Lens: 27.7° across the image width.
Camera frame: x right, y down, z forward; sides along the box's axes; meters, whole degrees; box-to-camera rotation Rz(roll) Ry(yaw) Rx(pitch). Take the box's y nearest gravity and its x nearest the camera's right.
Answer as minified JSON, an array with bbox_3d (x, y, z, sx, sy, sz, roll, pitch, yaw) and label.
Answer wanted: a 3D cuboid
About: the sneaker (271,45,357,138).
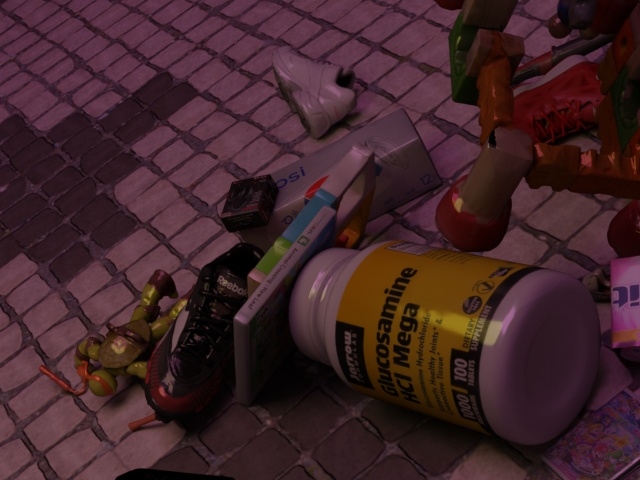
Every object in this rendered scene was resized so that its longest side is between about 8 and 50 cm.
[{"bbox_3d":[-0.003,-0.253,2.106,0.115,0.090,0.232,-25,43,-5],"label":"sneaker"}]

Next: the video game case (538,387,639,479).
[{"bbox_3d":[0.299,0.212,1.348,0.122,0.011,0.087,-35,35,-9],"label":"video game case"}]

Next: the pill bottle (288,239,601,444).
[{"bbox_3d":[0.127,0.101,1.457,0.334,0.188,0.188,11,51,44],"label":"pill bottle"}]

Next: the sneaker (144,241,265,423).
[{"bbox_3d":[-0.141,0.107,1.672,0.098,0.135,0.276,29,52,2],"label":"sneaker"}]

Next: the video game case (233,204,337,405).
[{"bbox_3d":[-0.042,0.084,1.600,0.023,0.212,0.193,29,60,16],"label":"video game case"}]

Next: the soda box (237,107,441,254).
[{"bbox_3d":[0.019,-0.072,1.839,0.286,0.091,0.098,-26,35,5],"label":"soda box"}]

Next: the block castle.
[{"bbox_3d":[0.287,-0.189,1.568,0.303,0.213,0.453,6,56,-10],"label":"block castle"}]

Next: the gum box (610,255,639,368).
[{"bbox_3d":[0.409,0.068,1.382,0.188,0.062,0.107,-9,59,27],"label":"gum box"}]

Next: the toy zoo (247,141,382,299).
[{"bbox_3d":[0.000,0.000,1.686,0.030,0.192,0.293,29,59,16],"label":"toy zoo"}]

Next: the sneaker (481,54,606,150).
[{"bbox_3d":[0.327,-0.172,1.752,0.221,0.087,0.128,-43,35,-17],"label":"sneaker"}]

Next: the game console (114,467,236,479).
[{"bbox_3d":[-0.232,0.409,1.437,0.213,0.044,0.361,-5,43,41],"label":"game console"}]

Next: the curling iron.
[{"bbox_3d":[0.331,-0.266,1.862,0.274,0.035,0.068,-22,29,35],"label":"curling iron"}]

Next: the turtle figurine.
[{"bbox_3d":[-0.262,0.137,1.779,0.270,0.087,0.217,8,49,42],"label":"turtle figurine"}]

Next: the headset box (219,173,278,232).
[{"bbox_3d":[-0.099,-0.048,1.787,0.062,0.032,0.083,-10,40,25],"label":"headset box"}]

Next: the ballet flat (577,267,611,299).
[{"bbox_3d":[0.336,0.050,1.503,0.114,0.041,0.041,10,51,43],"label":"ballet flat"}]
